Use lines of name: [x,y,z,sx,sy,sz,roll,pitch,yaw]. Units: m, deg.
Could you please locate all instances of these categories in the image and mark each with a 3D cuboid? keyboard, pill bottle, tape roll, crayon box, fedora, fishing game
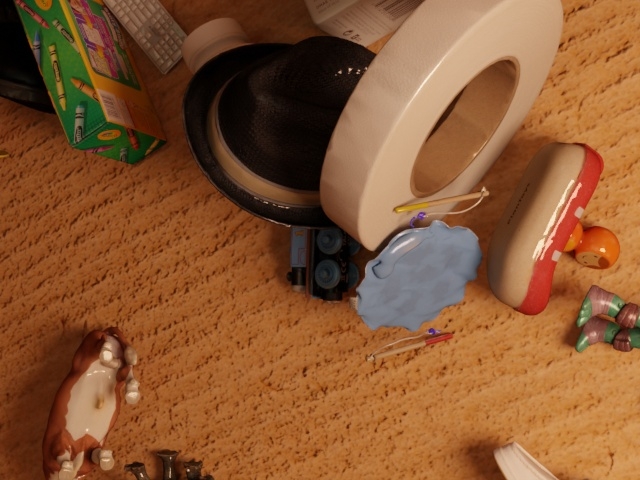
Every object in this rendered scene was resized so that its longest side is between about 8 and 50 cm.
keyboard: [-0.305,-0.385,1.718,0.072,0.014,0.256,-41,81,11]
pill bottle: [-0.109,-0.202,1.572,0.136,0.136,0.245,-35,73,17]
tape roll: [0.153,-0.156,1.318,0.072,0.392,0.392,38,100,22]
crayon box: [-0.360,-0.268,1.672,0.081,0.165,0.278,-29,74,18]
fedora: [-0.009,-0.175,1.420,0.334,0.334,0.152,62,146,16]
fishing game: [0.123,0.046,1.387,0.041,0.189,0.264,-126,30,-43]

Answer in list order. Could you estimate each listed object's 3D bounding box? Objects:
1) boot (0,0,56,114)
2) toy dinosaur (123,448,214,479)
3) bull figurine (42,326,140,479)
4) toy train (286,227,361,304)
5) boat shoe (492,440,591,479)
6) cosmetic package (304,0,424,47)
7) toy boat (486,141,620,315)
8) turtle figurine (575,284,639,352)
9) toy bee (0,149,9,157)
boot: [-0.513,-0.371,1.768,0.348,0.131,0.260,25,95,24]
toy dinosaur: [-0.215,0.412,1.588,0.314,0.121,0.160,6,99,19]
bull figurine: [-0.359,0.282,1.624,0.188,0.101,0.310,0,75,64]
toy train: [0.000,0.000,1.541,0.105,0.080,0.184,0,87,33]
boat shoe: [0.341,0.344,1.349,0.277,0.098,0.096,44,102,12]
cosmetic package: [0.051,-0.397,1.514,0.151,0.151,0.183,-28,74,19]
toy boat: [0.318,-0.006,1.384,0.151,0.151,0.231,26,96,-6]
turtle figurine: [0.437,0.136,1.319,0.234,0.118,0.175,20,134,25]
toy bee: [-0.647,-0.126,1.788,0.298,0.195,0.162,-51,44,22]
